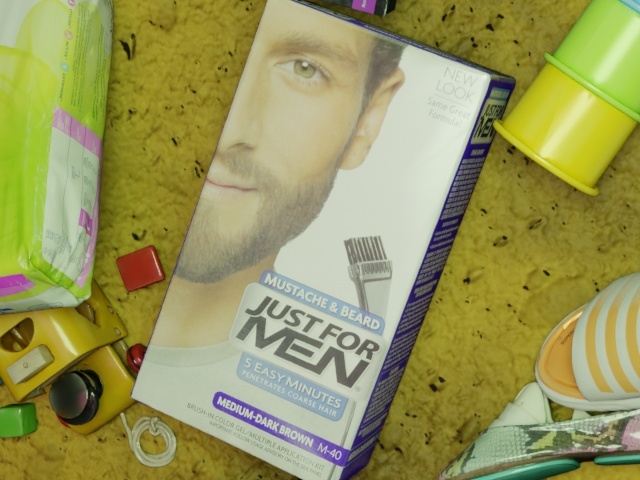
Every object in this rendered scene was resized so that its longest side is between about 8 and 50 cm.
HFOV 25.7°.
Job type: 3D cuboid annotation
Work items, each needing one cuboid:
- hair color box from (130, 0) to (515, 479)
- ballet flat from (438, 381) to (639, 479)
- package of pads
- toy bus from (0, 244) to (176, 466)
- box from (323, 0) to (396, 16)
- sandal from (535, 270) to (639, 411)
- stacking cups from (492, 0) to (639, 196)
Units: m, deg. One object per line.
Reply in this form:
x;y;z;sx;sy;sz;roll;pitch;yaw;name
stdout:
0.000;0.000;1.090;0.185;0.110;0.339;23;100;15;hair color box
0.196;0.142;1.062;0.221;0.077;0.079;-11;73;14;ballet flat
-0.284;-0.081;1.121;0.229;0.101;0.297;-8;65;18;package of pads
-0.222;0.090;1.170;0.202;0.104;0.191;10;98;17;toy bus
-0.013;-0.243;1.045;0.162;0.029;0.116;17;114;15;box
0.259;0.055;0.978;0.265;0.076;0.102;-9;51;39;sandal
0.255;-0.181;1.002;0.096;0.096;0.316;39;103;11;stacking cups
